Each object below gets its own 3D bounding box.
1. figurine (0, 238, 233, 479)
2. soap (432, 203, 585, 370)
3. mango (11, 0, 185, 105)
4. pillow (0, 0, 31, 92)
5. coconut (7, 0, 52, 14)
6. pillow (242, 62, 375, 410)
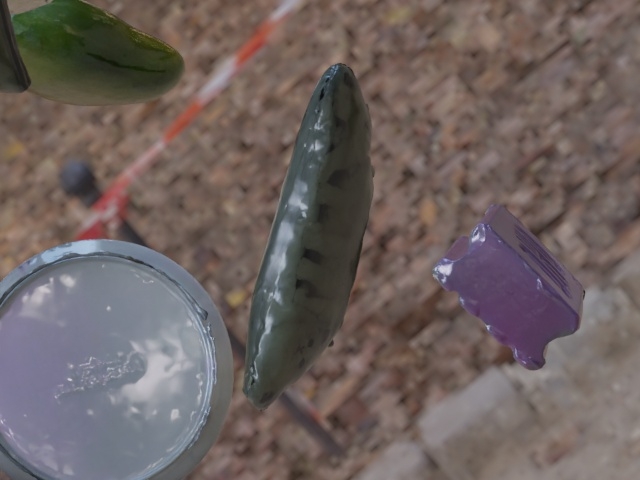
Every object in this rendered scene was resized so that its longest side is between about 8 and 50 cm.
[{"bbox_3d":[-0.105,0.072,0.977,0.132,0.132,0.153,-42,-4,-5],"label":"figurine"},{"bbox_3d":[0.164,0.036,1.642,0.065,0.122,0.203,-45,-1,10],"label":"soap"},{"bbox_3d":[-0.226,-0.167,1.780,0.122,0.191,0.085,-27,51,42],"label":"mango"},{"bbox_3d":[-0.278,-0.174,1.076,0.212,0.208,0.052,3,35,12],"label":"pillow"},{"bbox_3d":[-0.220,-0.223,1.260,0.183,0.171,0.171,7,39,26],"label":"coconut"},{"bbox_3d":[0.000,0.001,1.326,0.051,0.093,0.241,13,89,36],"label":"pillow"}]
